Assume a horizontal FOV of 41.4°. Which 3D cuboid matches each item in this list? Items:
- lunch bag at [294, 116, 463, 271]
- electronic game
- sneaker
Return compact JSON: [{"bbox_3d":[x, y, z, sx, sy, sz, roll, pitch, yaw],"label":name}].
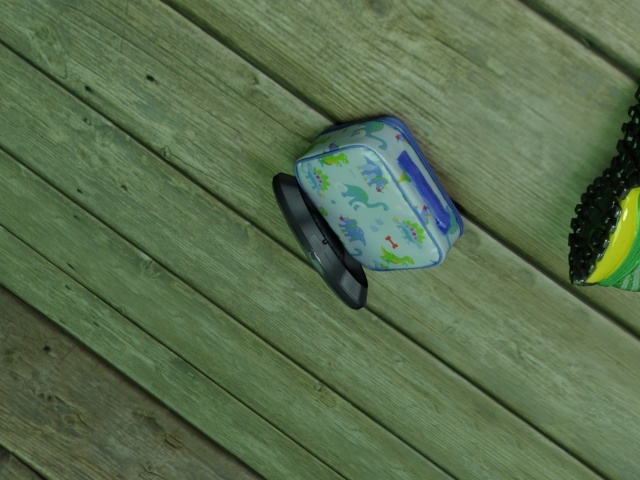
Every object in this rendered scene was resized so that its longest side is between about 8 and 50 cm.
[{"bbox_3d":[0.084,-0.059,1.158,0.176,0.090,0.219,-9,124,48],"label":"lunch bag"},{"bbox_3d":[0.000,0.000,1.226,0.048,0.229,0.229,-33,112,9],"label":"electronic game"},{"bbox_3d":[0.381,-0.073,0.871,0.146,0.134,0.343,10,140,-4],"label":"sneaker"}]
